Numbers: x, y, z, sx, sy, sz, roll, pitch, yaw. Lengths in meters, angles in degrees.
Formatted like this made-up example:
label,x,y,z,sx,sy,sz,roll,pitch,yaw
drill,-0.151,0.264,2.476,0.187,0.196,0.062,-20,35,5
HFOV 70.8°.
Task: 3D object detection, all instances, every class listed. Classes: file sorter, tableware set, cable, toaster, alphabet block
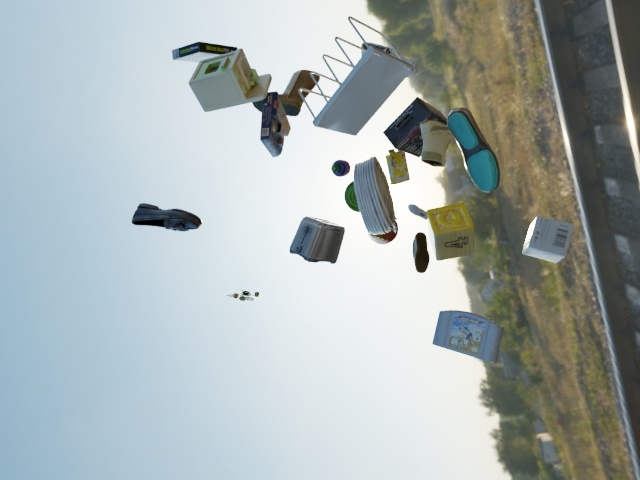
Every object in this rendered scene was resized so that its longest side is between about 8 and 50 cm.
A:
label,x,y,z,sx,sy,sz,roll,pitch,yaw
file sorter,0.092,-0.487,1.358,0.193,0.277,0.173,0,-126,-45
tableware set,-0.319,0.233,1.929,0.154,0.104,0.024,4,-81,-62
cable,0.180,-0.146,1.496,0.257,0.089,0.257,8,-109,-72
toaster,0.000,0.000,1.627,0.227,0.129,0.146,9,-78,-52
alphabet block,0.641,-0.042,2.225,0.192,0.194,0.197,-96,-10,-47

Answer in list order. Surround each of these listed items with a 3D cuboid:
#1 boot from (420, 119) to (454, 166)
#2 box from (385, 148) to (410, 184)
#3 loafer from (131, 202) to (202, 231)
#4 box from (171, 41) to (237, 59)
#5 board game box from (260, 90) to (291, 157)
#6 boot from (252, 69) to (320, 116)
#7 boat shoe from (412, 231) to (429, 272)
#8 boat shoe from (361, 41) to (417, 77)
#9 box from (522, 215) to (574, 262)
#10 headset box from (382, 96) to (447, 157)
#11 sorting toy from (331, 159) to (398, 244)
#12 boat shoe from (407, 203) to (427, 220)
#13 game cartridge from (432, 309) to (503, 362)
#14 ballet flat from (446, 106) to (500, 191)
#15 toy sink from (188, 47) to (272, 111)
label,x,y,z,sx,sy,sz,roll,pitch,yaw
boot,0.473,-0.358,1.712,0.077,0.213,0.165,164,110,-66
box,0.393,-0.383,2.305,0.043,0.105,0.179,13,118,61
loafer,-0.635,-0.076,1.853,0.109,0.303,0.095,80,-154,-53
box,-0.456,-0.738,1.777,0.184,0.191,0.045,-14,-74,-48
board game box,-0.165,-0.424,1.702,0.194,0.060,0.194,47,-137,-71
boot,-0.151,-0.668,2.015,0.089,0.236,0.269,94,-166,-54
boat shoe,0.318,0.042,1.435,0.045,0.050,0.135,106,170,-72
boat shoe,0.267,-0.725,1.798,0.095,0.258,0.084,-57,-27,-14
box,0.651,-0.002,1.291,0.087,0.102,0.101,50,-121,-70
headset box,0.435,-0.507,2.033,0.293,0.218,0.110,0,-128,-54
sorting toy,0.142,-0.138,1.635,0.365,0.127,0.126,57,-156,4
boat shoe,0.514,-0.143,2.325,0.142,0.049,0.040,33,-168,12
game cartridge,0.691,0.436,2.116,0.062,0.297,0.198,3,-81,-63
ballet flat,0.537,-0.319,1.547,0.316,0.108,0.106,61,-147,-17
toy sink,-0.306,-0.555,1.541,0.131,0.234,0.152,66,-155,-46
